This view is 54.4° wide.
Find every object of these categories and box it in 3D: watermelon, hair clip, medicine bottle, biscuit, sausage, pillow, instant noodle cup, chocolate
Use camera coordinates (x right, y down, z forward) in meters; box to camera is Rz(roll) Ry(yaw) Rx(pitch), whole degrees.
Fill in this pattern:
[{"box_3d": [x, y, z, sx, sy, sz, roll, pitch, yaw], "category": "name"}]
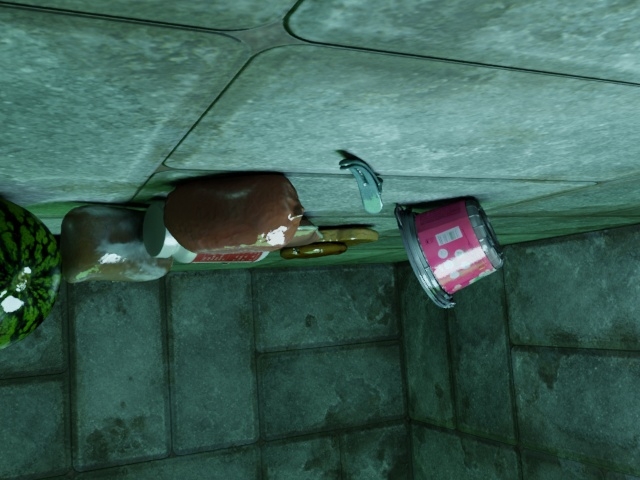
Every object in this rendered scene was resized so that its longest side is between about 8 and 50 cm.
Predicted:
[{"box_3d": [-0.598, 0.056, 1.068, 0.285, 0.285, 0.285, -4, 174, 0], "category": "watermelon"}, {"box_3d": [0.065, -0.106, 1.040, 0.039, 0.070, 0.229, -2, 168, 18], "category": "hair clip"}, {"box_3d": [-0.226, -0.018, 1.281, 0.250, 0.131, 0.131, 0, 173, -39], "category": "medicine bottle"}, {"box_3d": [-0.021, 0.034, 1.919, 0.212, 0.036, 0.212, -4, 175, 0], "category": "biscuit"}, {"box_3d": [-0.147, -0.043, 1.090, 0.254, 0.148, 0.148, -8, 173, 17], "category": "sausage"}, {"box_3d": [-0.084, -0.024, 1.598, 0.171, 0.075, 0.179, -4, 175, 4], "category": "pillow"}, {"box_3d": [0.327, 0.011, 1.506, 0.182, 0.258, 0.302, -25, 124, 22], "category": "instant noodle cup"}, {"box_3d": [-0.387, 0.006, 1.258, 0.080, 0.157, 0.254, -3, 177, 39], "category": "chocolate"}, {"box_3d": [0.000, -0.005, 1.969, 0.376, 0.051, 0.269, -7, 172, 26], "category": "biscuit"}]

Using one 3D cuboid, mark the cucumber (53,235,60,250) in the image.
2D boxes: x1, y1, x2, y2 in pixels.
[{"box_3d": [-0.715, 0.020, 1.658, 0.300, 0.072, 0.072, -3, 174, -5], "category": "cucumber"}]
